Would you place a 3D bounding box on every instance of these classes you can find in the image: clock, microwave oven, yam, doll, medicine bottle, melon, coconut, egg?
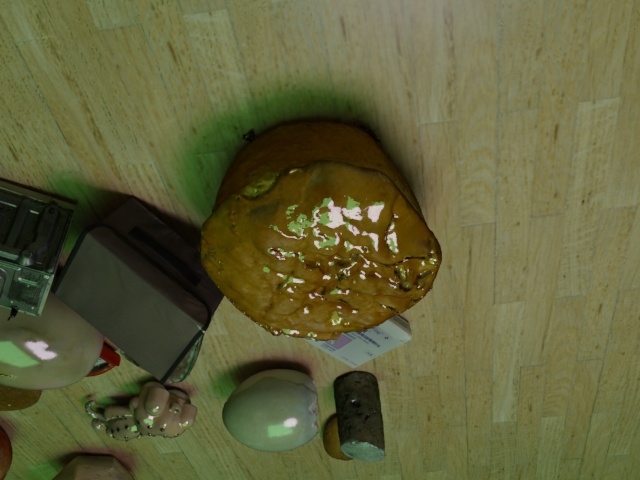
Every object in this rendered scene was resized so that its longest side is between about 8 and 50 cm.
[{"bbox_3d":[-0.511,0.231,1.602,0.113,0.061,0.155,-19,138,18],"label":"clock"},{"bbox_3d":[-0.554,0.002,1.253,0.240,0.194,0.145,19,132,-18],"label":"microwave oven"},{"bbox_3d":[0.088,0.401,1.705,0.107,0.194,0.107,-3,136,-2],"label":"yam"},{"bbox_3d":[-0.422,0.408,1.770,0.278,0.119,0.154,-14,136,27],"label":"doll"},{"bbox_3d":[0.066,0.177,1.566,0.171,0.052,0.201,-31,132,28],"label":"medicine bottle"},{"bbox_3d":[-0.558,0.156,1.394,0.316,0.223,0.223,25,132,-27],"label":"melon"},{"bbox_3d":[-0.605,0.674,1.968,0.236,0.237,0.197,8,132,-11],"label":"coconut"},{"bbox_3d":[-0.111,0.377,1.681,0.217,0.183,0.183,-3,138,2],"label":"egg"}]

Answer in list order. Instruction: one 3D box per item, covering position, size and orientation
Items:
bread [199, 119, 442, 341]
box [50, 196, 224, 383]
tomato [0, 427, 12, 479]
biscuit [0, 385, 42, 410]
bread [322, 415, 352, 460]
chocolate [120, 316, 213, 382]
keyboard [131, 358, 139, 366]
[{"bbox_3d":[0.000,0.000,1.250,0.398,0.215,0.398,-2,139,-1],"label":"bread"},{"bbox_3d":[-0.302,0.082,1.312,0.252,0.153,0.188,38,126,-3],"label":"box"},{"bbox_3d":[-0.840,0.512,1.818,0.214,0.181,0.155,25,127,-31],"label":"tomato"},{"bbox_3d":[-0.704,0.303,1.685,0.202,0.044,0.288,28,128,-30],"label":"biscuit"},{"bbox_3d":[0.063,0.503,1.907,0.114,0.077,0.189,2,135,-10],"label":"bread"},{"bbox_3d":[-0.295,0.166,1.511,0.156,0.080,0.254,28,128,4],"label":"chocolate"},{"bbox_3d":[-0.400,0.164,1.494,0.074,0.015,0.196,-26,105,36],"label":"keyboard"}]
